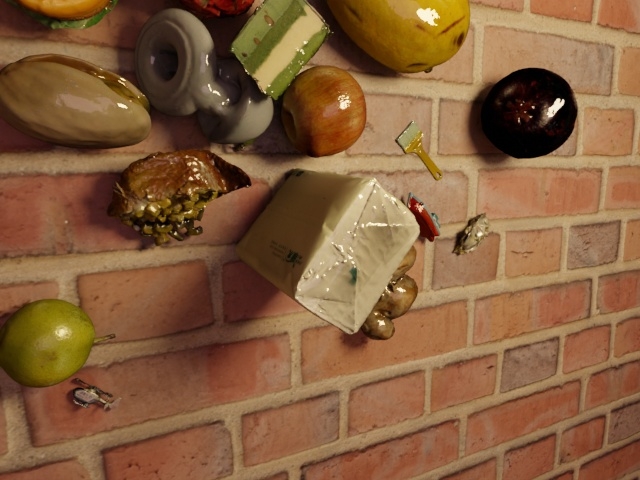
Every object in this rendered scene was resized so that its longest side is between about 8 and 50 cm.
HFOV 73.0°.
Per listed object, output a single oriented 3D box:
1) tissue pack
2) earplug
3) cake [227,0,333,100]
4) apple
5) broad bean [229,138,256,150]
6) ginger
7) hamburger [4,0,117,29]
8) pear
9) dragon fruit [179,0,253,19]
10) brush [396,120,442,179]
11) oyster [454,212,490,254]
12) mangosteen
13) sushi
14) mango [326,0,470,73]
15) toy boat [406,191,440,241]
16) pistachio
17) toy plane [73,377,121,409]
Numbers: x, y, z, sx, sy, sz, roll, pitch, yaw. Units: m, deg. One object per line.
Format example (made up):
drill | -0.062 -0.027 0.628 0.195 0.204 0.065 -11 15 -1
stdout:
tissue pack | 0.000 0.000 1.008 0.207 0.380 0.297 38 81 -30
earplug | -0.252 -0.342 0.939 0.326 0.175 0.214 36 120 -14
cake | -0.123 -0.403 0.958 0.158 0.172 0.283 41 55 -22
apple | 0.005 -0.310 1.048 0.188 0.211 0.210 -25 108 -19
broad bean | -0.165 -0.327 1.063 0.069 0.039 0.226 13 94 -20
ginger | 0.176 0.130 1.234 0.245 0.155 0.303 -27 108 -20
hamburger | -0.494 -0.526 0.804 0.246 0.170 0.245 -7 113 -17
pear | -0.555 0.217 0.921 0.216 0.166 0.180 18 78 -48
dragon fruit | -0.209 -0.620 0.868 0.278 0.277 0.342 28 82 -26
brush | 0.312 -0.259 1.311 0.205 0.011 0.083 45 79 -25
oyster | 0.499 -0.023 1.415 0.165 0.053 0.108 -46 141 -20
mangosteen | 0.631 -0.374 1.318 0.288 0.287 0.233 37 93 -25
sushi | -0.322 -0.102 0.972 0.297 0.167 0.179 -20 84 -28
mango | 0.179 -0.616 1.074 0.445 0.220 0.301 37 85 -22
toy boat | 0.309 -0.073 1.311 0.173 0.069 0.058 49 58 -25
pistachio | -0.490 -0.259 0.858 0.288 0.166 0.197 11 132 -25
toy plane | -0.534 0.369 1.018 0.121 0.031 0.049 39 73 -22
